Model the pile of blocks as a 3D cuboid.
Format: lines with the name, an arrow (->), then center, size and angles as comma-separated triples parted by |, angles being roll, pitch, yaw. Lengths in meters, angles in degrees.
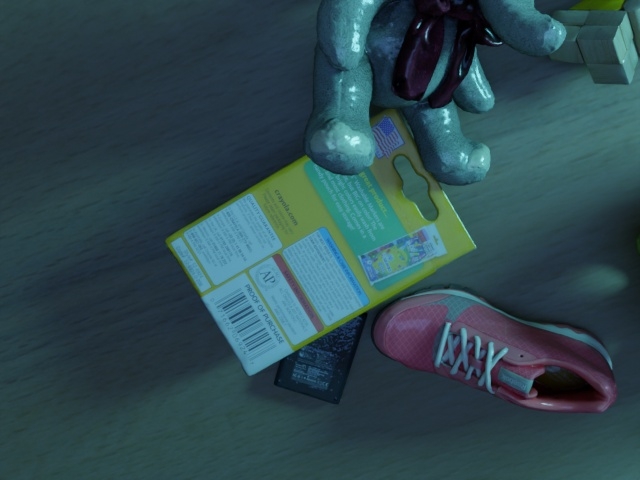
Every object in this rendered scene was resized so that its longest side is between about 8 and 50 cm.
pile of blocks -> 0.427, -0.290, 0.841 | 0.362, 0.148, 0.113 | -23, 143, 21

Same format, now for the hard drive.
hard drive -> -0.001, 0.147, 1.026 | 0.094, 0.022, 0.135 | 17, 105, 2

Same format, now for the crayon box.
crayon box -> 0.000, 0.000, 0.945 | 0.323, 0.083, 0.203 | -30, 96, 8

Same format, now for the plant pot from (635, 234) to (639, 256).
plant pot -> 0.506, 0.031, 0.837 | 0.254, 0.276, 0.276 | -23, 101, 24

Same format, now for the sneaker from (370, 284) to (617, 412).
sneaker -> 0.218, 0.139, 0.941 | 0.314, 0.136, 0.115 | 12, 104, 4

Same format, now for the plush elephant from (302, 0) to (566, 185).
plush elephant -> 0.139, -0.237, 0.767 | 0.255, 0.272, 0.329 | -23, 67, 41
